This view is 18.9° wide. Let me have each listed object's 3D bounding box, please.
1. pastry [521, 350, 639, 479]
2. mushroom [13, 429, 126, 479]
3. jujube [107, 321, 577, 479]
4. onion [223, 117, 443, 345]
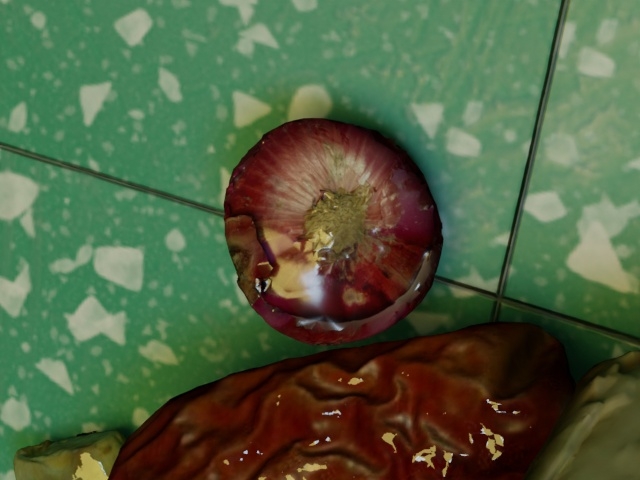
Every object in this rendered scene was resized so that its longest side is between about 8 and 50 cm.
[{"bbox_3d":[0.225,0.250,1.073,0.245,0.409,0.410,16,110,33],"label":"pastry"},{"bbox_3d":[-0.140,0.292,1.414,0.100,0.081,0.312,-14,94,22],"label":"mushroom"},{"bbox_3d":[0.018,0.162,1.243,0.342,0.216,0.216,-21,95,17],"label":"jujube"},{"bbox_3d":[0.000,0.000,1.270,0.150,0.140,0.150,3,78,-12],"label":"onion"}]
